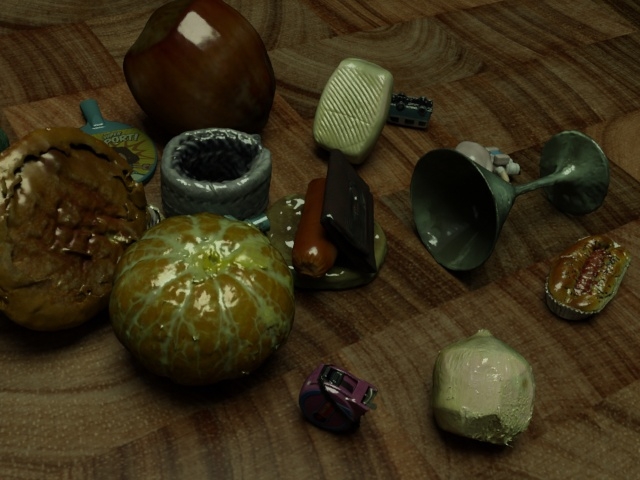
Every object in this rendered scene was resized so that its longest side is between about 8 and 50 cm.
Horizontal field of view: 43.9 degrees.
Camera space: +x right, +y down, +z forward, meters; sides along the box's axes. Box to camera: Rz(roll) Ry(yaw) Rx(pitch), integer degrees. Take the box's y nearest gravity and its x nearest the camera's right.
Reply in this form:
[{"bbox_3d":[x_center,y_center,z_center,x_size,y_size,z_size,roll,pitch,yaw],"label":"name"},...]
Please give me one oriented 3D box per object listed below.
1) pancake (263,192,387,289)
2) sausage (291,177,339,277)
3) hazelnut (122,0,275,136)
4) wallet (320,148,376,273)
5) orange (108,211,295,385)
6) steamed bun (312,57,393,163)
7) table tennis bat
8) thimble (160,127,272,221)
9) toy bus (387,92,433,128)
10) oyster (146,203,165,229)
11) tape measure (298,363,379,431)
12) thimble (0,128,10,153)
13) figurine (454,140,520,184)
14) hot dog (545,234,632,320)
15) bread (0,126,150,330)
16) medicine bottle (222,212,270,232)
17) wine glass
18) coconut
[{"bbox_3d":[0.000,0.000,1.698,0.294,0.049,0.294,4,45,-4],"label":"pancake"},{"bbox_3d":[0.000,-0.038,1.642,0.089,0.083,0.300,-4,41,12],"label":"sausage"},{"bbox_3d":[-0.279,-0.405,1.895,0.366,0.366,0.366,5,43,-5],"label":"hazelnut"},{"bbox_3d":[0.064,-0.064,1.633,0.049,0.182,0.229,-23,39,24],"label":"wallet"},{"bbox_3d":[-0.208,0.107,1.405,0.329,0.249,0.329,2,50,-2],"label":"orange"},{"bbox_3d":[0.087,-0.312,1.932,0.170,0.239,0.152,22,4,16],"label":"steamed bun"},{"bbox_3d":[-0.503,-0.223,1.850,0.215,0.044,0.329,-14,50,-21],"label":"table tennis bat"},{"bbox_3d":[-0.225,-0.126,1.714,0.245,0.157,0.217,-23,55,-29],"label":"thimble"},{"bbox_3d":[0.227,-0.338,2.074,0.123,0.075,0.060,10,43,1],"label":"toy bus"},{"bbox_3d":[-0.369,0.007,1.618,0.163,0.081,0.191,-19,62,5],"label":"oyster"},{"bbox_3d":[0.028,0.274,1.367,0.125,0.118,0.074,35,44,1],"label":"tape measure"},{"bbox_3d":[-0.751,-0.197,1.720,0.135,0.118,0.090,-4,38,8],"label":"thimble"},{"bbox_3d":[0.383,-0.183,1.922,0.229,0.112,0.137,-1,38,-25],"label":"figurine"},{"bbox_3d":[0.571,0.073,1.705,0.144,0.075,0.268,33,50,19],"label":"hot dog"},{"bbox_3d":[-0.493,-0.024,1.439,0.204,0.337,0.358,0,33,42],"label":"bread"},{"bbox_3d":[-0.203,-0.002,1.626,0.208,0.090,0.053,-23,22,-24],"label":"medicine bottle"},{"bbox_3d":[0.433,-0.112,1.752,0.406,0.267,0.267,-17,49,-30],"label":"wine glass"},{"bbox_3d":[0.282,0.251,1.393,0.194,0.194,0.194,5,43,-5],"label":"coconut"}]
